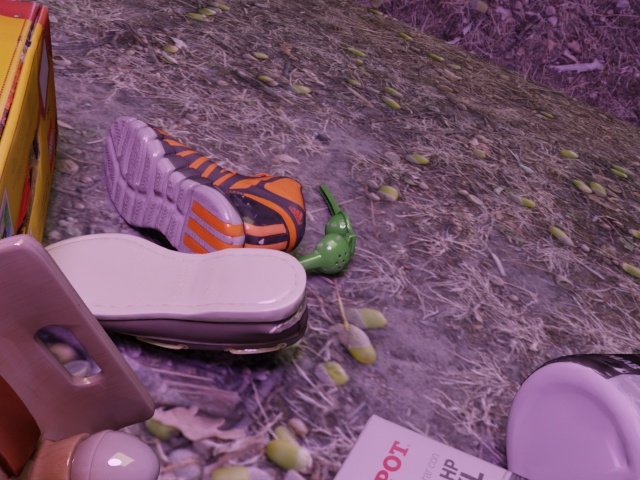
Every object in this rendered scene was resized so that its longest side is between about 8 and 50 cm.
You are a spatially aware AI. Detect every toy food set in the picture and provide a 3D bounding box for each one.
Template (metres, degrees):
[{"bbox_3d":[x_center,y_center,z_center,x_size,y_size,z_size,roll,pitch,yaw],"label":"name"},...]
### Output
[{"bbox_3d":[-0.159,0.183,0.331,0.092,0.220,0.306,-5,50,5],"label":"toy food set"}]

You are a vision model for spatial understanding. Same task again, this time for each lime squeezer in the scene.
[{"bbox_3d":[0.000,0.000,0.892,0.109,0.059,0.310,-4,27,24],"label":"lime squeezer"}]

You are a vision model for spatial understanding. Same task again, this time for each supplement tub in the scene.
[{"bbox_3d":[0.375,0.216,0.630,0.337,0.207,0.207,5,37,-21],"label":"supplement tub"}]

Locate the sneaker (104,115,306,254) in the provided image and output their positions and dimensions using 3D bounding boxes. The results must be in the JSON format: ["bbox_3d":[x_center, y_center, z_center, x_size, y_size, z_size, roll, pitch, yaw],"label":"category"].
[{"bbox_3d":[-0.147,-0.061,0.837,0.180,0.125,0.321,-5,36,-47],"label":"sneaker"}]

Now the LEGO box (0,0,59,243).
[{"bbox_3d":[-0.448,-0.045,0.549,0.372,0.193,0.500,0,39,-16],"label":"LEGO box"}]

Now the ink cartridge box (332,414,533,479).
[{"bbox_3d":[0.125,0.281,0.422,0.307,0.129,0.223,18,31,20],"label":"ink cartridge box"}]

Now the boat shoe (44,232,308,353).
[{"bbox_3d":[-0.162,0.061,0.663,0.304,0.091,0.109,4,48,9],"label":"boat shoe"}]
